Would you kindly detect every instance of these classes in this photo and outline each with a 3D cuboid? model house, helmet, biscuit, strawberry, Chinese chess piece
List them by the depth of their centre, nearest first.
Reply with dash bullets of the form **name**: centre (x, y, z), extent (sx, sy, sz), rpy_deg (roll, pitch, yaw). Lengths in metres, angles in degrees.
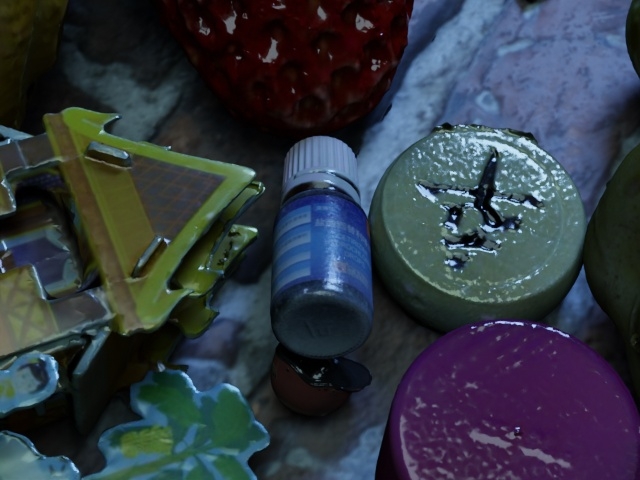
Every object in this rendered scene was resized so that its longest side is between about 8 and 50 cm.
- **model house**: centre (-0.165, 0.058, 0.931), extent (0.312, 0.242, 0.358), rpy_deg (-18, 62, -15)
- **helmet**: centre (-0.005, 0.119, 1.003), extent (0.084, 0.049, 0.065), rpy_deg (19, 16, -10)
- **biscuit**: centre (-0.257, -0.215, 1.041), extent (0.102, 0.296, 0.296), rpy_deg (15, 61, -8)
- **Chinese chess piece**: centre (0.134, -0.010, 1.061), extent (0.188, 0.083, 0.188), rpy_deg (2, 61, -3)
- **strawberry**: centre (-0.032, -0.268, 1.102), extent (0.317, 0.295, 0.345), rpy_deg (-5, 75, -45)

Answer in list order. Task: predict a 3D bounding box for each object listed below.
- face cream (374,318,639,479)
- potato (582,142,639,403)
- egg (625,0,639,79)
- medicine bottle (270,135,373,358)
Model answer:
- **face cream**: centre (0.128, 0.173, 0.898), extent (0.175, 0.195, 0.175), rpy_deg (1, 60, -1)
- **potato**: centre (0.339, 0.066, 0.961), extent (0.218, 0.202, 0.351), rpy_deg (-26, 67, 23)
- **egg**: centre (0.413, -0.177, 1.078), extent (0.289, 0.238, 0.238), rpy_deg (18, 61, 28)
- **medicine bottle**: centre (0.000, 0.000, 1.029), extent (0.083, 0.083, 0.203), rpy_deg (0, 43, -2)
